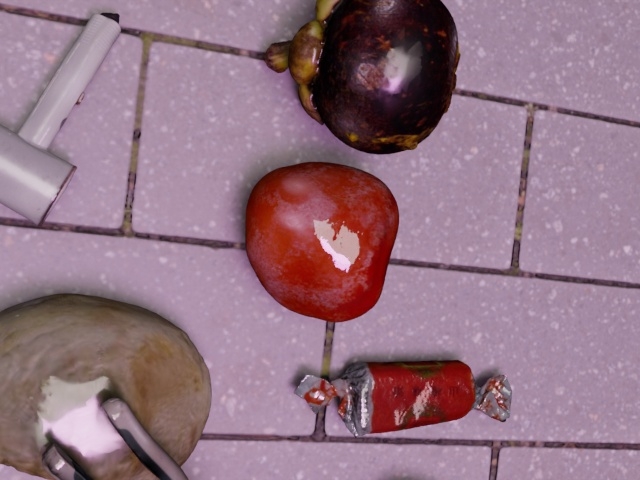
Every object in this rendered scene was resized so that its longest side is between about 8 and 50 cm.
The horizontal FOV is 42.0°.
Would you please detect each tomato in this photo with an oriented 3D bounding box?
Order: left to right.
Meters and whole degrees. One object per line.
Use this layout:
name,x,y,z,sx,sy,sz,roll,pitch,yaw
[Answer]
tomato,0.000,0.000,0.920,0.187,0.151,0.187,-2,96,-16

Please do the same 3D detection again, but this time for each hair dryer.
hair dryer,-0.282,-0.148,0.859,0.131,0.073,0.236,33,78,-16

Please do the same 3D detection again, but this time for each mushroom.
mushroom,-0.229,0.153,0.834,0.267,0.164,0.189,27,84,-18

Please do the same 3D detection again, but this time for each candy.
candy,0.108,0.188,1.009,0.292,0.059,0.086,1,90,-20

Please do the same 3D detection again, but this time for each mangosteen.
mangosteen,0.043,-0.196,0.921,0.217,0.192,0.192,12,87,5

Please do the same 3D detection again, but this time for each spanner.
spanner,-0.145,0.282,0.800,0.096,0.040,0.324,-40,125,-17
